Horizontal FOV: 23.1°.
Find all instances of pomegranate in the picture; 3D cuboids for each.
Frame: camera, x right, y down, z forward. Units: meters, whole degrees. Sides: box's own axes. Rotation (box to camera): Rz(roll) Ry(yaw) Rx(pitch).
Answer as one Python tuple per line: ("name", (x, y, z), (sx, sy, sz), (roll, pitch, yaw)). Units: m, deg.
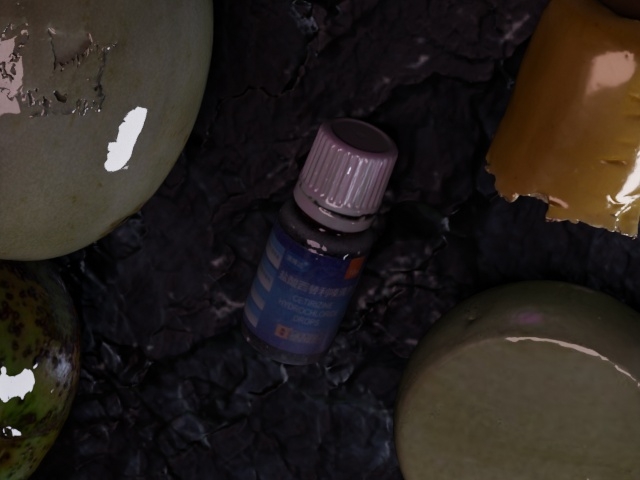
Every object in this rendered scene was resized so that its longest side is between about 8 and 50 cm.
("pomegranate", (-0.371, 0.083, 1.343), (0.340, 0.285, 0.285), (34, 124, 34))

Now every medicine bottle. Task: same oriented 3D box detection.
("medicine bottle", (0.000, 0.000, 1.268), (0.083, 0.083, 0.203), (23, 117, 5))

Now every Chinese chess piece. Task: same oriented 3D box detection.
("Chinese chess piece", (0.183, 0.153, 1.268), (0.250, 0.101, 0.250), (9, 118, 16))

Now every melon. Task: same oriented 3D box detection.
("melon", (-0.211, -0.149, 1.150), (0.268, 0.268, 0.330), (21, 106, 6))

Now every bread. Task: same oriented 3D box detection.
("bread", (0.207, -0.100, 1.157), (0.134, 0.085, 0.173), (21, 119, 6))
